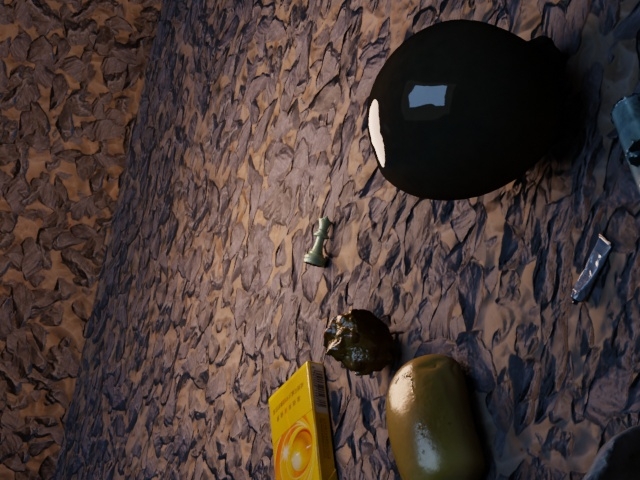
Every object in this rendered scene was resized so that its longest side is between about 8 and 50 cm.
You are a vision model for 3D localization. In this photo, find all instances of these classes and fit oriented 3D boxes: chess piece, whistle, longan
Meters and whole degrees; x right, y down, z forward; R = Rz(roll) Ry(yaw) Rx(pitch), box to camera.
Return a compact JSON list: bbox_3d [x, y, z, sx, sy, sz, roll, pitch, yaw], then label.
[{"bbox_3d":[0.000,0.000,2.176,0.042,0.042,0.093,2,74,63],"label":"chess piece"},{"bbox_3d":[0.402,-0.040,1.371,0.062,0.062,0.312,-51,37,42],"label":"whistle"},{"bbox_3d":[0.200,-0.188,1.650,0.300,0.243,0.300,-26,30,16],"label":"longan"}]

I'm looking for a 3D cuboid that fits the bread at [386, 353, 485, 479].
[{"bbox_3d":[0.151,0.267,1.691,0.217,0.098,0.147,-102,32,-42],"label":"bread"}]

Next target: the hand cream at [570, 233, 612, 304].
[{"bbox_3d":[0.341,0.039,1.511,0.093,0.019,0.030,-64,26,11],"label":"hand cream"}]

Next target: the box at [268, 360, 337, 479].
[{"bbox_3d":[-0.032,0.360,2.067,0.152,0.043,0.269,-50,36,43],"label":"box"}]

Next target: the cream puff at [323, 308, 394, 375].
[{"bbox_3d":[0.058,0.163,1.902,0.094,0.116,0.122,-44,25,30],"label":"cream puff"}]

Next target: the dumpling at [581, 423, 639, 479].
[{"bbox_3d":[0.318,0.333,1.209,0.163,0.204,0.293,138,130,-66],"label":"dumpling"}]
